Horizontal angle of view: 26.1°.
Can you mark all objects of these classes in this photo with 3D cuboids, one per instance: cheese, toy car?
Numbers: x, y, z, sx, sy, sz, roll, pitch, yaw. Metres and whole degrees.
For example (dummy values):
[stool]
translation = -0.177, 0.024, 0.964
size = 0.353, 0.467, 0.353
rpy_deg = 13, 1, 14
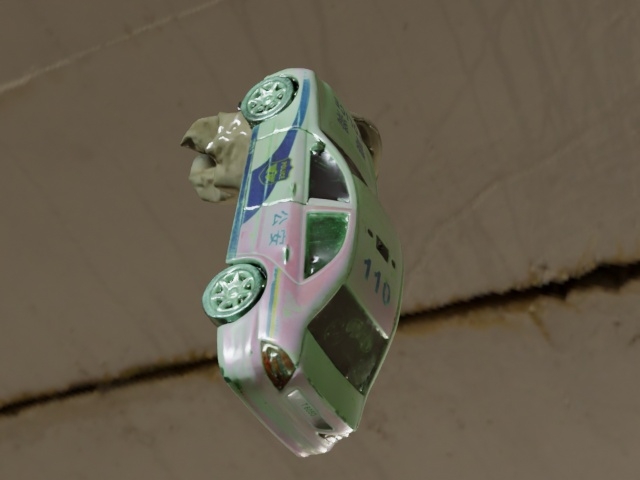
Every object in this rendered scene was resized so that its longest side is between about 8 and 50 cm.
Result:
[cheese]
translation = -0.043, -0.077, 1.308
size = 0.202, 0.175, 0.091
rpy_deg = -1, -90, 47
[toy car]
translation = 0.000, 0.000, 0.721
size = 0.076, 0.224, 0.090
rpy_deg = -16, -46, 25
